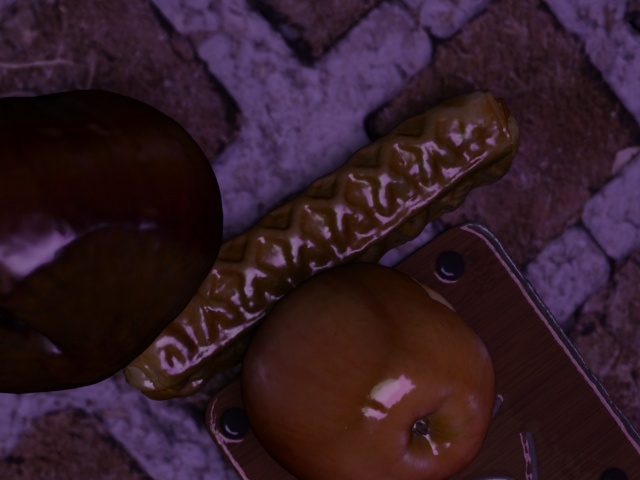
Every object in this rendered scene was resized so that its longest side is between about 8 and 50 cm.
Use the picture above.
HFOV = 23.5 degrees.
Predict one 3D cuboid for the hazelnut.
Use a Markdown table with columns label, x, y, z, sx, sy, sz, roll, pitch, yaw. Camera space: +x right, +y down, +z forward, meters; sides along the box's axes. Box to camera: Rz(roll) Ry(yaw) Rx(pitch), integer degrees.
| label | x | y | z | sx | sy | sz | roll | pitch | yaw |
| --- | --- | --- | --- | --- | --- | --- | --- | --- | --- |
| hazelnut | -0.192 | -0.005 | 1.076 | 0.251 | 0.217 | 0.217 | -23 | 104 | 2 |

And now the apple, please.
| label | x | y | z | sx | sy | sz | roll | pitch | yaw |
| --- | --- | --- | --- | --- | --- | --- | --- | --- | --- |
| apple | 0.038 | 0.104 | 1.107 | 0.199 | 0.199 | 0.199 | -2 | 98 | -16 |

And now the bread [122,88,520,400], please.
| label | x | y | z | sx | sy | sz | roll | pitch | yaw |
| --- | --- | --- | --- | --- | --- | --- | --- | --- | --- |
| bread | 0.001 | 0.001 | 1.193 | 0.367 | 0.084 | 0.077 | -34 | 64 | -8 |

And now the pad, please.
| label | x | y | z | sx | sy | sz | roll | pitch | yaw |
| --- | --- | --- | --- | --- | --- | --- | --- | --- | --- |
| pad | 0.095 | 0.168 | 1.220 | 0.286 | 0.018 | 0.284 | -35 | 87 | -14 |
